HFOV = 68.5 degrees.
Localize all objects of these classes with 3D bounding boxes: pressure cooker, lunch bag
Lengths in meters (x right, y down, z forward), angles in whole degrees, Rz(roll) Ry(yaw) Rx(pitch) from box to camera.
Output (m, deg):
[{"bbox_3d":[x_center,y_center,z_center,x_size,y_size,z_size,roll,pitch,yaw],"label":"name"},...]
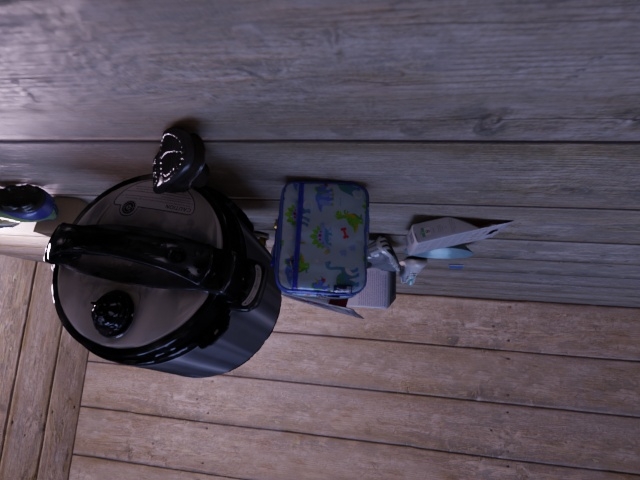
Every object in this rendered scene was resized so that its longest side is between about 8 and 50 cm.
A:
[{"bbox_3d":[-0.289,0.077,0.931,0.370,0.375,0.420,-32,156,-1],"label":"pressure cooker"},{"bbox_3d":[0.000,0.000,0.875,0.176,0.218,0.090,5,169,-2],"label":"lunch bag"}]

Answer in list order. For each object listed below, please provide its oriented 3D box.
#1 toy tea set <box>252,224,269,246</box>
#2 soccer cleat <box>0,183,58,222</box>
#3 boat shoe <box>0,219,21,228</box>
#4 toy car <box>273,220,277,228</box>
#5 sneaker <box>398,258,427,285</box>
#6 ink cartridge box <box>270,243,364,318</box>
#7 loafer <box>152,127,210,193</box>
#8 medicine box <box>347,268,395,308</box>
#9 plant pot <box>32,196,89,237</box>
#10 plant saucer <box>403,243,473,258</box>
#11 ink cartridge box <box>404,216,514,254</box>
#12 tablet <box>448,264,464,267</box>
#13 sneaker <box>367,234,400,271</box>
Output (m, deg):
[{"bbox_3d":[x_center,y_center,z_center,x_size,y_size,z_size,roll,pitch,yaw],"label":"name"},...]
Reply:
[{"bbox_3d":[-0.263,0.028,1.406,0.200,0.124,0.336,2,170,11],"label":"toy tea set"},{"bbox_3d":[-0.764,-0.080,1.093,0.290,0.093,0.121,2,158,0],"label":"soccer cleat"},{"bbox_3d":[-0.905,-0.076,1.145,0.320,0.116,0.099,4,167,-29],"label":"boat shoe"},{"bbox_3d":[-0.061,-0.039,1.259,0.122,0.060,0.040,27,-154,-22],"label":"toy car"},{"bbox_3d":[0.339,0.118,1.736,0.080,0.094,0.212,7,169,-4],"label":"sneaker"},{"bbox_3d":[0.005,0.134,1.417,0.272,0.129,0.309,14,170,13],"label":"ink cartridge box"},{"bbox_3d":[-0.210,-0.121,0.736,0.079,0.080,0.220,-1,179,-28],"label":"loafer"},{"bbox_3d":[0.130,0.160,1.776,0.290,0.148,0.263,1,-179,14],"label":"medicine box"},{"bbox_3d":[-0.638,-0.055,1.193,0.109,0.096,0.109,4,171,1],"label":"plant pot"},{"bbox_3d":[0.339,0.020,1.353,0.195,0.037,0.195,5,169,1],"label":"plant saucer"},{"bbox_3d":[0.327,-0.023,1.147,0.225,0.056,0.181,-15,169,2],"label":"ink cartridge box"},{"bbox_3d":[0.521,0.100,1.805,0.054,0.006,0.083,2,170,13],"label":"tablet"},{"bbox_3d":[0.158,0.058,1.411,0.132,0.086,0.228,-24,153,10],"label":"sneaker"}]
